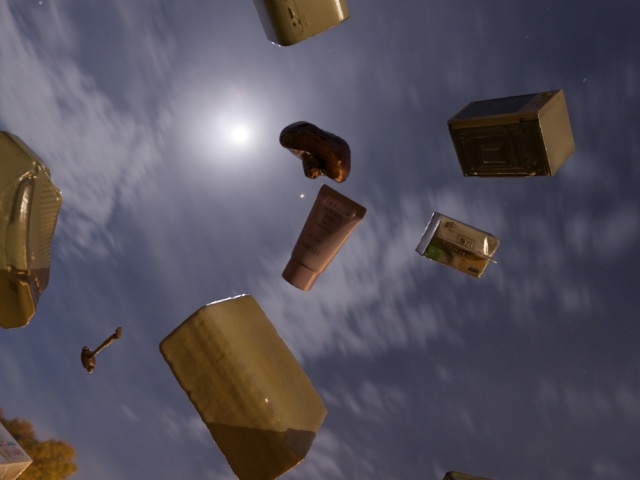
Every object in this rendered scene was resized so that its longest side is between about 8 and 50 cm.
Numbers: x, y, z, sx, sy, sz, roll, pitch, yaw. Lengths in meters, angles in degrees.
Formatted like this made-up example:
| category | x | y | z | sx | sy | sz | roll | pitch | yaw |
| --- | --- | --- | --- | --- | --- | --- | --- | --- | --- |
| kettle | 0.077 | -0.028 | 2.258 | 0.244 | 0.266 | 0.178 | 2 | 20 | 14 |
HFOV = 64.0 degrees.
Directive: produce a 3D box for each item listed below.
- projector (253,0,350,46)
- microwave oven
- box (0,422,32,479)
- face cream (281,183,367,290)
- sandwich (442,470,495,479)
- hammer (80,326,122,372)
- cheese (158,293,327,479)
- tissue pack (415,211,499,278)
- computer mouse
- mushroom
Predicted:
| category | x | y | z | sx | sy | sz | roll | pitch | yaw |
| --- | --- | --- | --- | --- | --- | --- | --- | --- | --- |
| projector | -0.079 | -0.780 | 1.594 | 0.248 | 0.249 | 0.249 | 50 | -14 | 55 |
| microwave oven | 0.465 | -0.248 | 1.259 | 0.241 | 0.145 | 0.193 | 8 | -52 | 49 |
| box | -0.592 | 0.335 | 0.824 | 0.149 | 0.067 | 0.233 | 42 | -14 | 14 |
| face cream | 0.000 | 0.000 | 1.368 | 0.154 | 0.096 | 0.273 | 33 | -82 | 28 |
| sandwich | 0.225 | 0.366 | 0.630 | 0.164 | 0.113 | 0.079 | 17 | -1 | -14 |
| hammer | -0.219 | 0.107 | 0.511 | 0.123 | 0.014 | 0.029 | -34 | -107 | 47 |
| cheese | -0.118 | 0.232 | 0.848 | 0.265 | 0.124 | 0.242 | 55 | 4 | 7 |
| tissue pack | 0.468 | 0.024 | 1.725 | 0.230 | 0.145 | 0.159 | 22 | -76 | -10 |
| computer mouse | -0.642 | -0.002 | 0.980 | 0.229 | 0.145 | 0.428 | 19 | -66 | -2 |
| mushroom | -0.006 | -0.267 | 1.486 | 0.231 | 0.194 | 0.138 | 34 | -69 | -16 |
